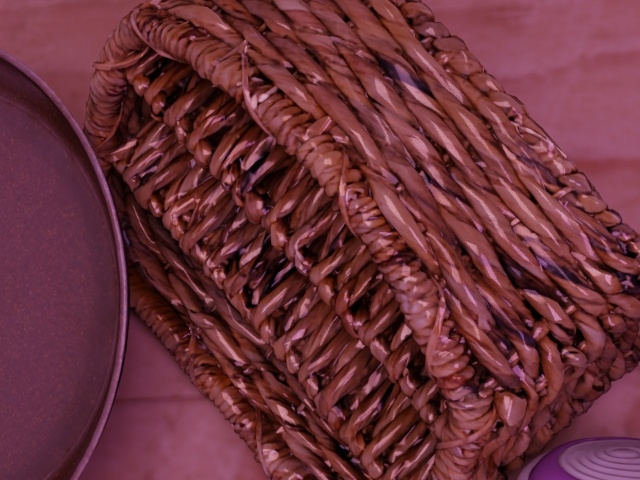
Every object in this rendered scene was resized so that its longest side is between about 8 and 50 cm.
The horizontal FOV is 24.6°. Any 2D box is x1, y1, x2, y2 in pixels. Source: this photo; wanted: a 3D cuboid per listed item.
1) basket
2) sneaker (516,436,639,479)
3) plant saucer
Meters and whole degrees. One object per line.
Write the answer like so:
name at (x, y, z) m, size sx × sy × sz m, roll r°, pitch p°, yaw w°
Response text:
basket at (0.000, 0.000, 0.749) m, size 0.223 × 0.213 × 0.299 m, roll -40°, pitch 71°, yaw -1°
sneaker at (0.241, 0.187, 0.722) m, size 0.305 × 0.114 × 0.152 m, roll 9°, pitch 107°, yaw 8°
plant saucer at (-0.229, 0.035, 0.841) m, size 0.311 × 0.050 × 0.310 m, roll -1°, pitch 88°, yaw 25°
